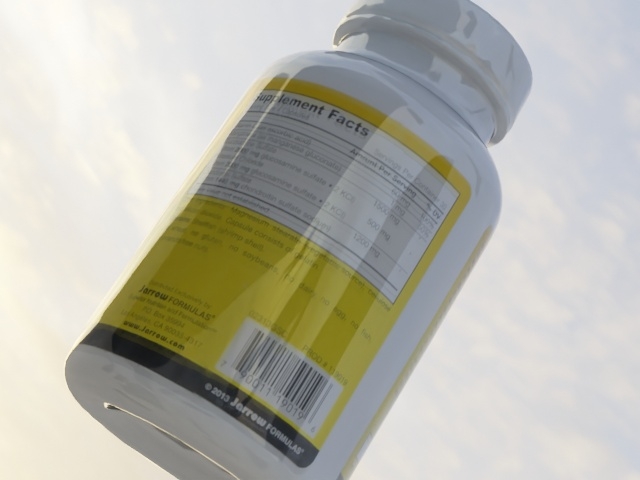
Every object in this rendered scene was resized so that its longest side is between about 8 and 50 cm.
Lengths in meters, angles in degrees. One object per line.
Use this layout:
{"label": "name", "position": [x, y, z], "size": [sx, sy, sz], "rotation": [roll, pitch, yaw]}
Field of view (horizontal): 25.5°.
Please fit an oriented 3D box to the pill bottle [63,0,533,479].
{"label": "pill bottle", "position": [0.000, 0.000, 0.497], "size": [0.103, 0.184, 0.103], "rotation": [29, -19, 11]}
